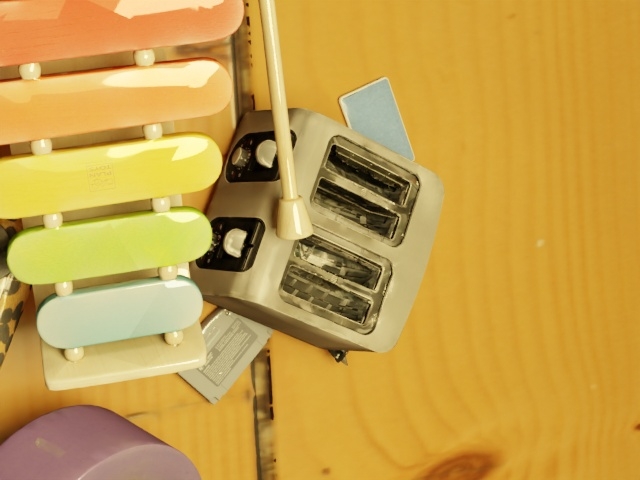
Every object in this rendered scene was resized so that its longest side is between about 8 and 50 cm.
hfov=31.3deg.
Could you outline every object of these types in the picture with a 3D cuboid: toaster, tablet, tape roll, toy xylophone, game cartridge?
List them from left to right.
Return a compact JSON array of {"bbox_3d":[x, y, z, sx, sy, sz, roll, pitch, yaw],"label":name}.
[{"bbox_3d":[-0.181,0.226,0.863,0.189,0.080,0.189,-27,127,-43],"label":"tape roll"},{"bbox_3d":[-0.122,-0.063,0.775,0.236,0.081,0.322,-16,115,-9],"label":"toy xylophone"},{"bbox_3d":[-0.084,0.092,0.977,0.083,0.017,0.056,-50,118,-14],"label":"game cartridge"},{"bbox_3d":[0.000,0.000,0.948,0.186,0.110,0.168,25,78,-27],"label":"toaster"},{"bbox_3d":[0.051,-0.100,1.030,0.054,0.006,0.083,-27,108,-22],"label":"tablet"}]

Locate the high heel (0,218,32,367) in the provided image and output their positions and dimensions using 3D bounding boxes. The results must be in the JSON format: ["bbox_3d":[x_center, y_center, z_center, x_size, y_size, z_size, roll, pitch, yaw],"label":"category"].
[{"bbox_3d":[-0.267,0.102,0.863,0.093,0.186,0.261,20,121,9],"label":"high heel"}]
